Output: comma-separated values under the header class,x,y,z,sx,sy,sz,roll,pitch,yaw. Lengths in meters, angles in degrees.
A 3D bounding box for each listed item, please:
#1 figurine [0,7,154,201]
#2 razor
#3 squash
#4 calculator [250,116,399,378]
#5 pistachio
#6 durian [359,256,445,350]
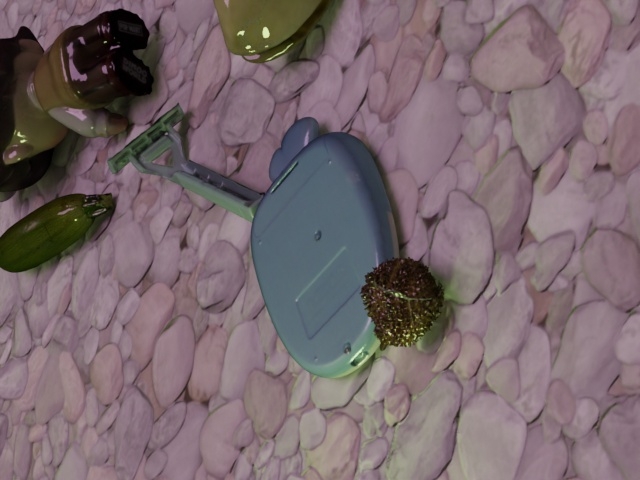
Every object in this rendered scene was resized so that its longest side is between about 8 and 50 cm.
class,x,y,z,sx,sy,sz,roll,pitch,yaw
figurine,-0.361,-0.193,2.120,0.365,0.206,0.218,-16,85,24
razor,-0.133,-0.069,1.819,0.111,0.056,0.278,-40,39,-15
squash,-0.359,-0.011,2.092,0.252,0.066,0.066,-28,55,47
calculator,0.000,0.000,1.604,0.188,0.042,0.302,-50,44,32
pistachio,-0.049,-0.308,1.722,0.153,0.138,0.238,22,97,21
durian,0.071,0.058,1.454,0.080,0.080,0.091,47,118,52
